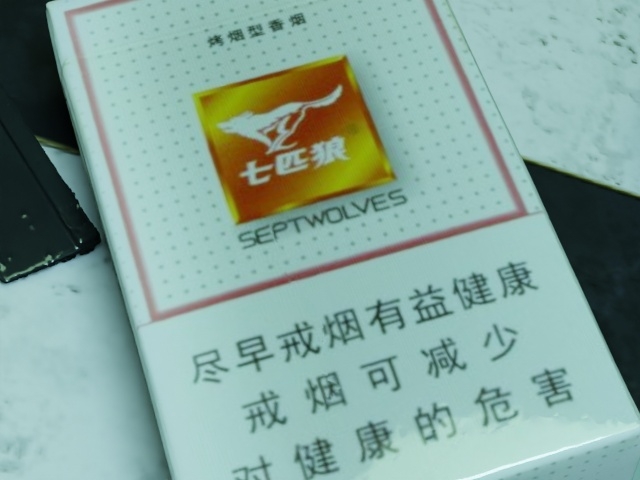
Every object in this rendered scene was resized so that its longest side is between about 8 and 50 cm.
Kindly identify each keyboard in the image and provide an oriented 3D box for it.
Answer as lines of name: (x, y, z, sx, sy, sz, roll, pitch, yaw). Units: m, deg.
keyboard: (-0.192, -0.061, 0.826, 0.060, 0.018, 0.195, -24, 66, -25)

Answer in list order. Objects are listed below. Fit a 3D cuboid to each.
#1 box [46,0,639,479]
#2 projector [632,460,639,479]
box: (0.001, 0.000, 0.765, 0.210, 0.095, 0.330, -16, 61, -8)
projector: (0.157, 0.164, 0.762, 0.115, 0.061, 0.147, 2, 55, -22)
